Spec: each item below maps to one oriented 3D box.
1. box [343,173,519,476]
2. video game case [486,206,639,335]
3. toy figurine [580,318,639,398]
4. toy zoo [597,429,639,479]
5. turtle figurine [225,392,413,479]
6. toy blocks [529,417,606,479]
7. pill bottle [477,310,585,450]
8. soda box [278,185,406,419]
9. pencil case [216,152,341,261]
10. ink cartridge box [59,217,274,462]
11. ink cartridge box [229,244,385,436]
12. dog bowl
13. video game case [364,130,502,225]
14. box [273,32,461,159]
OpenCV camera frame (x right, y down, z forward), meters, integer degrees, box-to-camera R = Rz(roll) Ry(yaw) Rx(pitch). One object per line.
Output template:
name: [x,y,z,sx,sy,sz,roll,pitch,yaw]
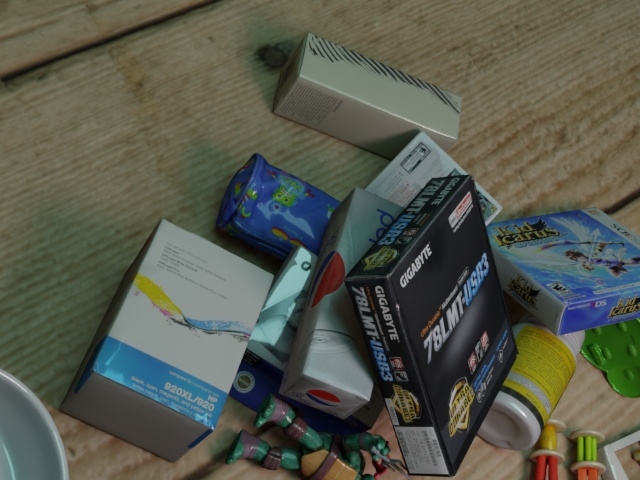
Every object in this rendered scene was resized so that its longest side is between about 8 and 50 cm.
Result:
box: [0.156,0.105,1.531,0.295,0.073,0.293,-46,126,-52]
video game case: [0.397,0.039,1.810,0.270,0.061,0.244,-9,31,-29]
toy figurine: [0.504,0.138,1.875,0.159,0.130,0.173,-39,108,-44]
toy zoo: [0.544,0.377,1.810,0.293,0.030,0.192,-17,74,-31]
turtle figurine: [0.004,0.302,1.542,0.234,0.118,0.175,31,97,-7]
toy blocks: [0.363,0.347,1.724,0.123,0.054,0.148,18,59,-17]
pill bottle: [0.306,0.197,1.732,0.119,0.119,0.208,40,56,-3]
soda box: [0.037,0.078,1.526,0.098,0.091,0.286,24,60,-12]
pencil case: [0.000,0.000,1.682,0.306,0.119,0.133,30,36,-8]
ink cartridge box: [-0.193,0.129,1.495,0.168,0.171,0.232,28,57,-11]
ink cartridge box: [0.001,0.157,1.598,0.223,0.045,0.224,33,81,-8]
dog bowl: [-0.417,0.269,1.304,0.265,0.104,0.264,25,54,-39]
video game case: [0.150,-0.040,1.781,0.173,0.022,0.190,44,86,0]
box: [0.075,-0.212,1.832,0.275,0.113,0.094,20,57,-17]
